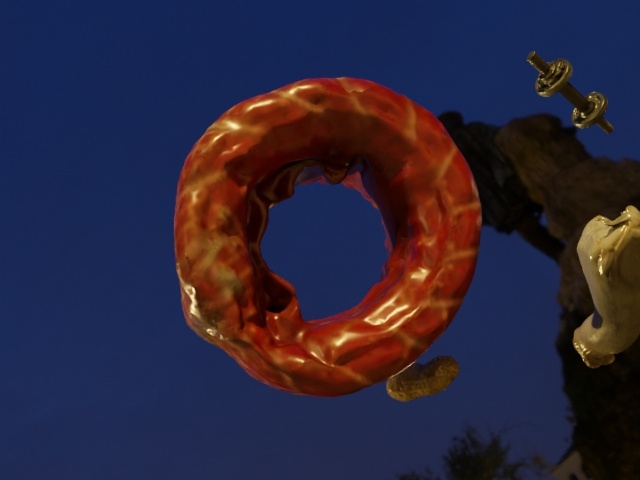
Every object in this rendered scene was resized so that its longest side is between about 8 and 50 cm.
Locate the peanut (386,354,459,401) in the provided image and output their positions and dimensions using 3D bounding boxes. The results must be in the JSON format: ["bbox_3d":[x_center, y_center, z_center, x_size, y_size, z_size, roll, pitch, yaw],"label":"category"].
[{"bbox_3d":[0.144,0.195,1.152,0.113,0.054,0.054,-23,-30,25],"label":"peanut"}]

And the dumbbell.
[{"bbox_3d":[0.482,-0.280,1.567,0.254,0.081,0.081,34,-70,-26],"label":"dumbbell"}]

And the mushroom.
[{"bbox_3d":[0.372,0.068,1.039,0.099,0.096,0.278,-57,-32,-36],"label":"mushroom"}]

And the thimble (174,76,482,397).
[{"bbox_3d":[0.000,0.000,0.926,0.350,0.350,0.230,-24,-5,-12],"label":"thimble"}]
